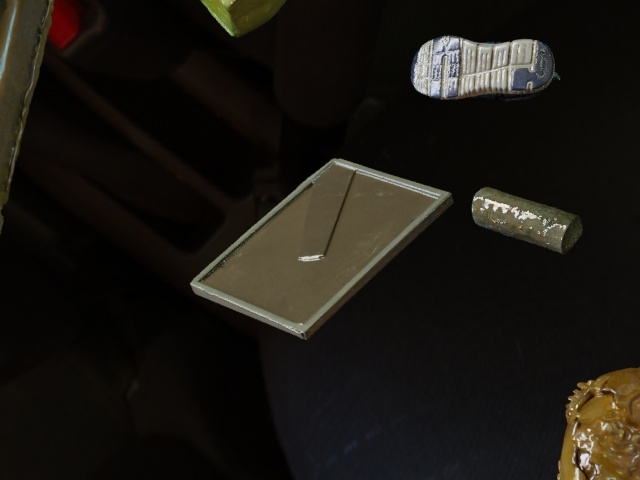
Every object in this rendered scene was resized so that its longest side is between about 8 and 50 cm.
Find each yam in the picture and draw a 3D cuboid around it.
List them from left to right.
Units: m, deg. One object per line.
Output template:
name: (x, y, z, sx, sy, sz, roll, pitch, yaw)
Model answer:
yam: (0.323, -0.032, 1.911, 0.169, 0.068, 0.068, 21, 122, 32)

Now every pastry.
pastry: (0.429, 0.298, 1.543, 0.311, 0.162, 0.255, 25, 71, -12)

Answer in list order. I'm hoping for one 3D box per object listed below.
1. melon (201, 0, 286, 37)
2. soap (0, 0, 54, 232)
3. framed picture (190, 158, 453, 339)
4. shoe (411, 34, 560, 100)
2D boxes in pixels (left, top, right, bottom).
melon: (-0.118, -0.334, 0.981, 0.323, 0.124, 0.196, 44, 111, -6)
soap: (-0.231, -0.113, 0.699, 0.076, 0.233, 0.135, -8, 154, 33)
framed picture: (0.000, 0.000, 1.373, 0.189, 0.260, 0.023, 18, 139, 41)
shoe: (0.230, -0.234, 1.721, 0.207, 0.106, 0.091, 3, 84, 16)
